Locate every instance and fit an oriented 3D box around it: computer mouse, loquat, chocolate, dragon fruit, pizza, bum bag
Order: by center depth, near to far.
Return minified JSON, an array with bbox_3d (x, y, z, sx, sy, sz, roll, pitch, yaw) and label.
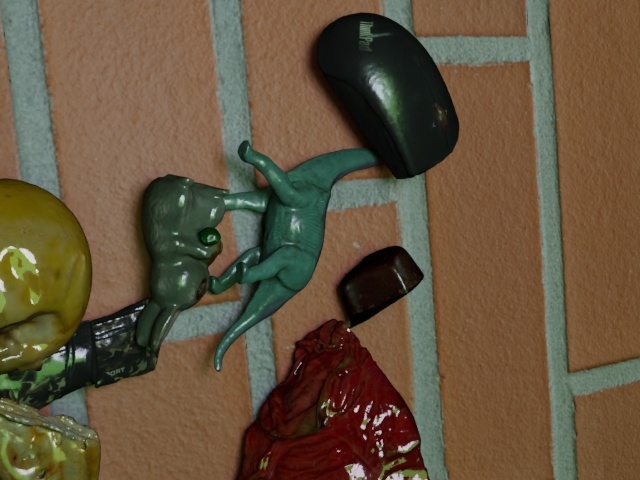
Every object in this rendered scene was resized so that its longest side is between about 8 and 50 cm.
[{"bbox_3d":[-0.387,0.037,0.924,0.243,0.244,0.244,-1,93,-25],"label":"loquat"},{"bbox_3d":[-0.423,0.283,0.978,0.296,0.071,0.189,19,111,-20],"label":"pizza"},{"bbox_3d":[-0.320,0.156,1.045,0.248,0.069,0.102,-17,84,-25],"label":"bum bag"},{"bbox_3d":[0.011,0.286,1.178,0.302,0.240,0.330,-8,73,2],"label":"dragon fruit"},{"bbox_3d":[0.118,-0.235,1.188,0.269,0.100,0.170,53,55,-14],"label":"computer mouse"},{"bbox_3d":[0.089,0.062,1.212,0.148,0.125,0.080,-34,89,-16],"label":"chocolate"}]

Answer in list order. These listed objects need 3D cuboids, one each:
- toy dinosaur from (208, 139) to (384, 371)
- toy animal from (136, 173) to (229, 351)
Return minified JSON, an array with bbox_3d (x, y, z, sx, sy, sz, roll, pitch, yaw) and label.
[{"bbox_3d":[0.000,0.000,1.181,0.330,0.129,0.384,3,92,-34],"label":"toy dinosaur"},{"bbox_3d":[-0.196,0.026,1.074,0.108,0.138,0.236,0,103,-50],"label":"toy animal"}]
